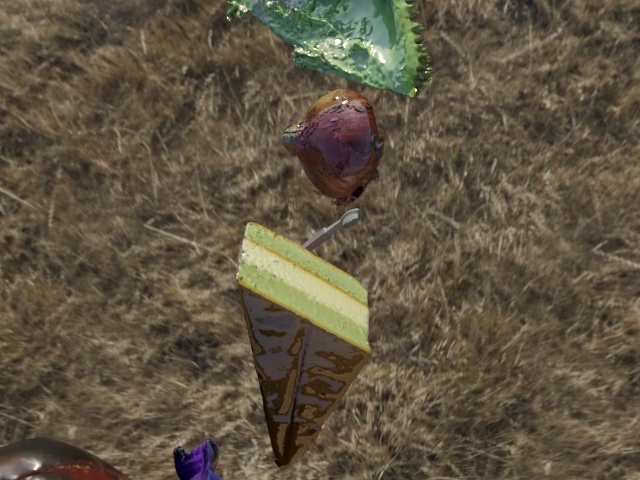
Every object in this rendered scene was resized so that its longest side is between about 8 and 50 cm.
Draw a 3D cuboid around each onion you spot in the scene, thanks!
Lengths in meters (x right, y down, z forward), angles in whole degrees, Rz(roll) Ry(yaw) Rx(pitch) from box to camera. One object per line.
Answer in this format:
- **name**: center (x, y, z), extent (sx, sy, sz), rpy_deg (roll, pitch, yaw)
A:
- **onion**: center (0.014, -0.148, 1.331), extent (0.147, 0.184, 0.184), rpy_deg (-2, 73, -12)

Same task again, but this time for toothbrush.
- **toothbrush**: center (0.000, -0.002, 1.063), extent (0.014, 0.194, 0.017), rpy_deg (16, 67, -22)

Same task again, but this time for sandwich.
- **sandwich**: center (-0.049, 0.105, 0.816), extent (0.144, 0.117, 0.187), rpy_deg (26, 117, -11)

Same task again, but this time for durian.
- **durian**: center (0.002, -0.178, 0.638), extent (0.215, 0.086, 0.100), rpy_deg (32, 62, 21)

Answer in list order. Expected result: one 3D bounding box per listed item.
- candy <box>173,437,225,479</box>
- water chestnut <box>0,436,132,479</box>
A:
- **candy**: center (-0.073, 0.311, 0.795), extent (0.070, 0.145, 0.275), rpy_deg (-19, 75, -23)
- **water chestnut**: center (-0.308, 0.344, 0.944), extent (0.289, 0.289, 0.244), rpy_deg (-23, 65, -3)
